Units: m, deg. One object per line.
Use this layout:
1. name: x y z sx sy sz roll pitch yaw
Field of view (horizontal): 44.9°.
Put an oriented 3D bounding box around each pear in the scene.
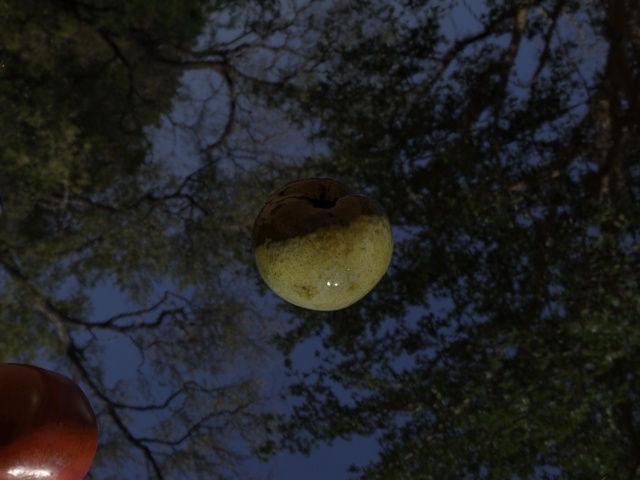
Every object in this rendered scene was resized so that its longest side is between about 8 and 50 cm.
1. pear: 0.000 0.000 0.904 0.167 0.137 0.167 -2 -146 1

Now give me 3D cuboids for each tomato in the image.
1. tomato: -0.637 0.410 1.626 0.341 0.341 0.273 -17 -122 24

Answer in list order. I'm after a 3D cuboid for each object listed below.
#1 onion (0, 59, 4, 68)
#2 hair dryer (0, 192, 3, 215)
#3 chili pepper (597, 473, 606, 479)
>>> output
1. onion: -0.584 -0.278 1.262 0.118 0.119 0.117 -29 -133 1
2. hair dryer: -0.470 -0.119 0.906 0.070 0.255 0.128 -29 -120 0
3. chili pepper: 0.459 0.483 1.258 0.073 0.072 0.204 -17 -157 12
